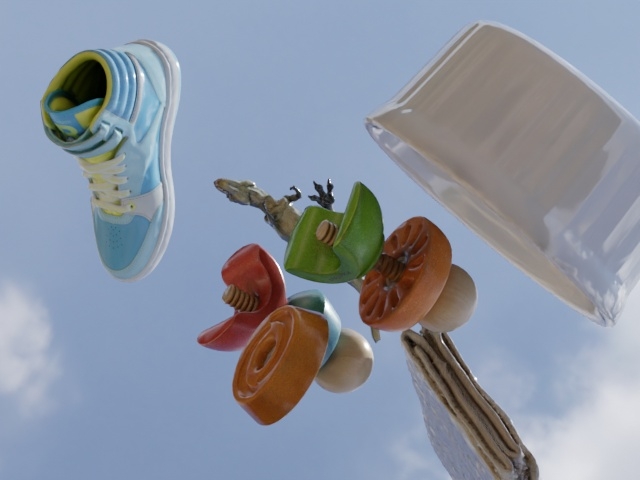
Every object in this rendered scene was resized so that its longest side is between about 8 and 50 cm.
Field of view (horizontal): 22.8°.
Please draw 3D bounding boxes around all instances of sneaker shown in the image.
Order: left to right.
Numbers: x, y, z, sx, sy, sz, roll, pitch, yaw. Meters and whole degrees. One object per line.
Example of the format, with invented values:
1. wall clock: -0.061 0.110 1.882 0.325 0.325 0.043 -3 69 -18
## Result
1. sneaker: -0.281 -0.098 2.011 0.127 0.208 0.319 6 -83 26

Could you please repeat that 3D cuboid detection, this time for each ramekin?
1. ramekin: 0.182 -0.063 1.357 0.135 0.277 0.277 -50 -141 -2

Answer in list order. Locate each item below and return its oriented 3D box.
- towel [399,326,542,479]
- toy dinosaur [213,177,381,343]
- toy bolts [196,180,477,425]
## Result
1. towel: 0.153 0.201 1.504 0.049 0.282 0.187 -30 -120 -7
2. toy dinosaur: 0.000 0.000 1.816 0.064 0.268 0.118 -46 -177 -30
3. toy bolts: 0.011 0.088 1.347 0.228 0.158 0.218 -23 -139 55
